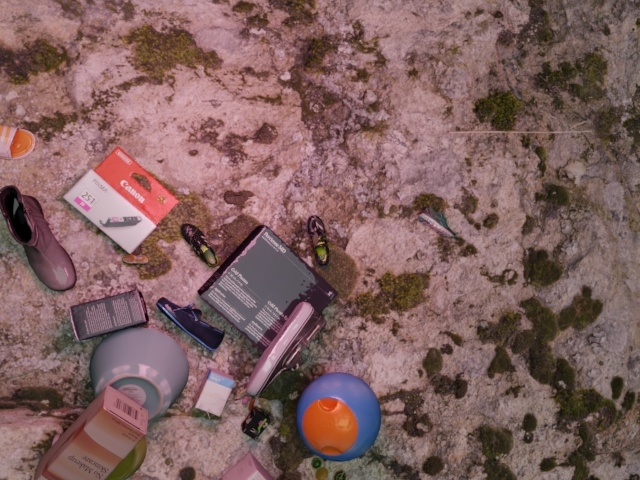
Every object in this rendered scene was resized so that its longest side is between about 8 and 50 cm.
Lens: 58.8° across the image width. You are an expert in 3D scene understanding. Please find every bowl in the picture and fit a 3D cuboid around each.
[{"bbox_3d":[-0.566,0.445,1.751,0.311,0.163,0.312,-3,111,-8],"label":"bowl"}]

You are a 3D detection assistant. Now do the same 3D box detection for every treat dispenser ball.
[{"bbox_3d":[0.061,0.591,1.912,0.288,0.288,0.288,0,89,-16],"label":"treat dispenser ball"}]

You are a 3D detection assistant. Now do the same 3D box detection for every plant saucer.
[{"bbox_3d":[-0.642,0.633,1.686,0.241,0.037,0.241,-4,106,-13],"label":"plant saucer"}]

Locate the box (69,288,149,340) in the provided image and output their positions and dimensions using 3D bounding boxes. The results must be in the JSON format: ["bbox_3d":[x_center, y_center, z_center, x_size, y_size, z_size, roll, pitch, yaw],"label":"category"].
[{"bbox_3d":[-0.657,0.233,1.779,0.207,0.153,0.108,-16,86,-14],"label":"box"}]

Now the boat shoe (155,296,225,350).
[{"bbox_3d":[-0.430,0.262,1.887,0.258,0.109,0.089,46,71,-27],"label":"boat shoe"}]

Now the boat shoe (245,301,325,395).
[{"bbox_3d":[-0.100,0.354,1.771,0.119,0.121,0.335,38,79,-9],"label":"boat shoe"}]

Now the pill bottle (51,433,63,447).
[{"bbox_3d":[-0.701,0.667,1.775,0.245,0.136,0.136,1,89,-16],"label":"pill bottle"}]

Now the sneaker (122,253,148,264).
[{"bbox_3d":[-0.606,0.066,1.863,0.083,0.037,0.032,5,66,6],"label":"sneaker"}]

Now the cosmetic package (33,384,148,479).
[{"bbox_3d":[-0.636,0.577,1.584,0.153,0.129,0.296,40,93,-21],"label":"cosmetic package"}]

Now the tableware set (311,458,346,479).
[{"bbox_3d":[0.035,0.837,2.038,0.104,0.024,0.154,-26,97,-14],"label":"tableware set"}]

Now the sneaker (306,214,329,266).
[{"bbox_3d":[0.000,0.000,2.008,0.067,0.078,0.188,-12,92,-16],"label":"sneaker"}]

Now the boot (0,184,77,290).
[{"bbox_3d":[-0.855,0.009,1.694,0.118,0.222,0.338,-30,97,-15],"label":"boot"}]

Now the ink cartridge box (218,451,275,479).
[{"bbox_3d":[-0.259,0.868,1.880,0.232,0.168,0.171,-40,100,-12],"label":"ink cartridge box"}]

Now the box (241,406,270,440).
[{"bbox_3d":[-0.222,0.626,1.944,0.062,0.052,0.083,38,91,-18],"label":"box"}]

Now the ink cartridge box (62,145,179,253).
[{"bbox_3d":[-0.638,-0.133,1.842,0.275,0.060,0.239,43,80,-11],"label":"ink cartridge box"}]

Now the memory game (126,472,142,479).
[{"bbox_3d":[-0.650,0.840,1.852,0.186,0.012,0.186,0,89,-15],"label":"memory game"}]

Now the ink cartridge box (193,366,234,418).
[{"bbox_3d":[-0.359,0.511,1.895,0.090,0.092,0.143,26,82,-13],"label":"ink cartridge box"}]

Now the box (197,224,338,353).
[{"bbox_3d":[-0.178,0.175,1.905,0.343,0.179,0.312,44,80,-11],"label":"box"}]

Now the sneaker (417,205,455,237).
[{"bbox_3d":[0.451,-0.072,2.146,0.166,0.065,0.076,35,77,-14],"label":"sneaker"}]

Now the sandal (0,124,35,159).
[{"bbox_3d":[-1.018,-0.308,1.727,0.265,0.076,0.102,6,88,-16],"label":"sandal"}]

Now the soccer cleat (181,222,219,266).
[{"bbox_3d":[-0.398,0.014,1.899,0.060,0.072,0.179,-40,99,-13],"label":"soccer cleat"}]

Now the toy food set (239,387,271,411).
[{"bbox_3d":[-0.230,0.557,1.971,0.078,0.019,0.122,-32,105,-13],"label":"toy food set"}]
